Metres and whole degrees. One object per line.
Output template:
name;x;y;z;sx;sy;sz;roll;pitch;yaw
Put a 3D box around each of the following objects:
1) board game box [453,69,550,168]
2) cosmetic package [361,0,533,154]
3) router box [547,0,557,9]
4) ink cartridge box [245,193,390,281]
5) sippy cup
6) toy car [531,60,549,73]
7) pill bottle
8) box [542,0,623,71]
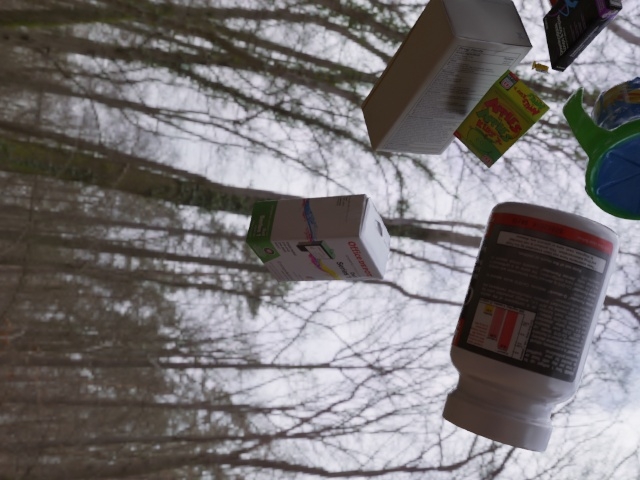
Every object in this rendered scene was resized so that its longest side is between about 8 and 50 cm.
board game box;0.300;-0.200;1.287;0.092;0.043;0.181;45;-21;5
cosmetic package;0.211;-0.286;1.353;0.309;0.160;0.113;127;-43;-51
router box;0.515;-0.602;1.385;0.301;0.082;0.335;-24;-88;18
ink cartridge box;0.000;0.000;1.763;0.278;0.201;0.117;-3;-122;22
sippy cup;0.631;-0.197;1.506;0.240;0.305;0.224;-16;-141;24
toy car;0.390;-0.264;1.391;0.122;0.040;0.060;85;28;-61
pill bottle;0.328;0.136;1.225;0.210;0.210;0.363;12;-96;61
box;0.425;-0.371;1.250;0.162;0.029;0.116;123;-29;-59
